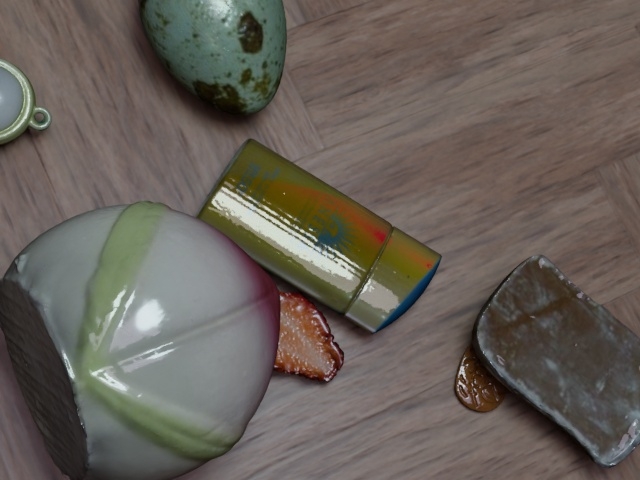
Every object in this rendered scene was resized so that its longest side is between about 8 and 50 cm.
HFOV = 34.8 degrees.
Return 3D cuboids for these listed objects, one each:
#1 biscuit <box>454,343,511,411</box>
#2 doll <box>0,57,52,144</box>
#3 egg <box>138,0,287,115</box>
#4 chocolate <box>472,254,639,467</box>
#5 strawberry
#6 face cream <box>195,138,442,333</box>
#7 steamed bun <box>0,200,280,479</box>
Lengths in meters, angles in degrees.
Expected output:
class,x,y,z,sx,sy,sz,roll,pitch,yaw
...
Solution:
class,x,y,z,sx,sy,sz,roll,pitch,yaw
biscuit,0.208,0.169,1.267,0.078,0.015,0.091,19,73,-6
doll,-0.454,-0.187,1.167,0.296,0.117,0.141,16,76,-7
egg,-0.124,-0.260,1.229,0.169,0.169,0.231,-23,90,-16
chocolate,0.296,0.150,1.258,0.254,0.080,0.157,41,73,-6
strawberry,-0.042,0.115,1.215,0.152,0.048,0.104,44,66,-8
face cream,0.000,0.000,1.239,0.285,0.067,0.139,32,65,-3
steamed bun,-0.164,0.096,1.074,0.310,0.309,0.309,3,75,-11
